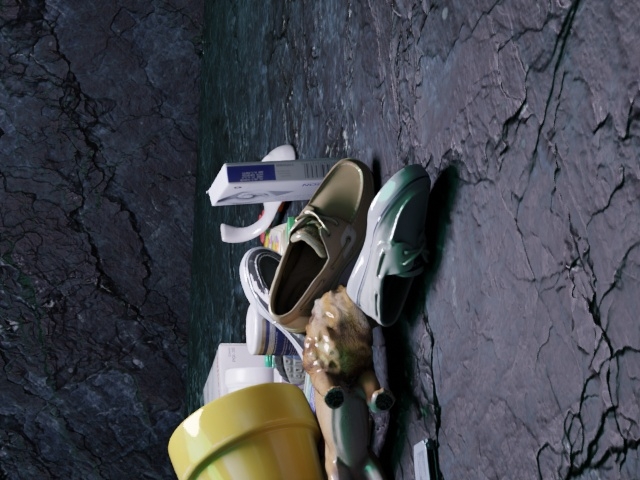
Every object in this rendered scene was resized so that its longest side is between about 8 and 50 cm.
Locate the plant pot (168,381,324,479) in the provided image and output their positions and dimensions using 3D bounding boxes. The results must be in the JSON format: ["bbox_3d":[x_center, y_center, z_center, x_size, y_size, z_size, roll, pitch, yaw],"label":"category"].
[{"bbox_3d":[-0.098,0.403,1.777,0.239,0.253,0.254,63,151,32],"label":"plant pot"}]

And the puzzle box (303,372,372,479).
[{"bbox_3d":[0.011,0.438,1.895,0.272,0.052,0.409,-125,39,-67],"label":"puzzle box"}]

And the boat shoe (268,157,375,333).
[{"bbox_3d":[0.000,0.000,1.706,0.302,0.109,0.098,-66,-23,-8],"label":"boat shoe"}]

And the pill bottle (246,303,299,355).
[{"bbox_3d":[-0.041,0.157,1.889,0.094,0.169,0.094,-178,90,-76],"label":"pill bottle"}]

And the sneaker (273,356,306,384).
[{"bbox_3d":[-0.023,0.126,2.011,0.129,0.110,0.297,-82,1,-79],"label":"sneaker"}]

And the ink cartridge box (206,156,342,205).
[{"bbox_3d":[-0.090,-0.101,1.996,0.224,0.223,0.045,143,121,-72],"label":"ink cartridge box"}]

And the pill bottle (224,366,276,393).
[{"bbox_3d":[-0.134,0.410,2.237,0.162,0.162,0.279,141,129,-71],"label":"pill bottle"}]

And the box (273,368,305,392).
[{"bbox_3d":[-0.057,0.417,2.133,0.067,0.063,0.324,154,116,-72],"label":"box"}]

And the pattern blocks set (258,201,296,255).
[{"bbox_3d":[-0.103,0.034,2.419,0.325,0.026,0.286,143,126,-71],"label":"pattern blocks set"}]

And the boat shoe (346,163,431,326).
[{"bbox_3d":[0.109,0.014,1.497,0.088,0.096,0.268,47,135,29],"label":"boat shoe"}]

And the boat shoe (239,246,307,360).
[{"bbox_3d":[-0.029,0.120,1.793,0.306,0.113,0.105,58,154,21],"label":"boat shoe"}]

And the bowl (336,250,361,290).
[{"bbox_3d":[0.033,0.014,1.850,0.142,0.053,0.142,-141,53,-71],"label":"bowl"}]

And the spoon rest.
[{"bbox_3d":[-0.123,-0.098,2.374,0.276,0.084,0.137,-51,33,32],"label":"spoon rest"}]

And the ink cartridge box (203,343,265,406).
[{"bbox_3d":[-0.207,0.400,2.599,0.283,0.117,0.207,115,153,-57],"label":"ink cartridge box"}]

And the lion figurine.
[{"bbox_3d":[0.043,0.277,1.625,0.240,0.142,0.393,-127,38,-72],"label":"lion figurine"}]

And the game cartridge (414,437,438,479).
[{"bbox_3d":[0.145,0.318,1.466,0.056,0.017,0.083,129,140,-61],"label":"game cartridge"}]

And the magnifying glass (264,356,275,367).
[{"bbox_3d":[-0.104,0.323,2.400,0.092,0.026,0.231,115,152,-56],"label":"magnifying glass"}]
